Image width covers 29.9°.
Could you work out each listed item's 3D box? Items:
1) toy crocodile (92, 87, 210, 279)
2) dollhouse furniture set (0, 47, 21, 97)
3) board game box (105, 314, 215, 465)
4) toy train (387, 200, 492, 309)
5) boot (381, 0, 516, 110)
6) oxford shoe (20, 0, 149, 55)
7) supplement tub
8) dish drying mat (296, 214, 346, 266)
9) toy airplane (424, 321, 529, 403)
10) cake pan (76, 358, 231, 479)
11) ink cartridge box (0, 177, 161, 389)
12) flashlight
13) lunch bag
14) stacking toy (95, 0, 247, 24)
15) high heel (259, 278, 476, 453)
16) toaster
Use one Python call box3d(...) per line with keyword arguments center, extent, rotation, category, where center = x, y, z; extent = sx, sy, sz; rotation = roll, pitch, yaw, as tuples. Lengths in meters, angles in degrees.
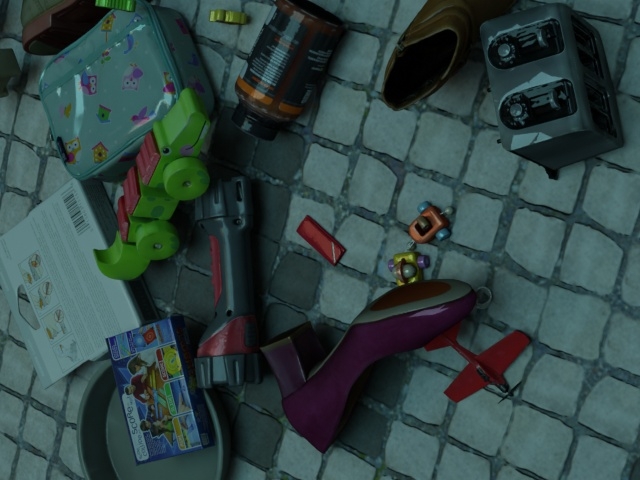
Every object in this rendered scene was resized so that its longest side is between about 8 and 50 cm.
box3d(center=(-0.245, -0.077, 1.764), extent=(0.340, 0.105, 0.115), rotation=(-60, 36, 39), category="toy crocodile")
box3d(center=(-0.603, -0.359, 1.969), extent=(0.262, 0.135, 0.259), rotation=(-38, 71, 49), category="dollhouse furniture set")
box3d(center=(-0.243, 0.226, 1.801), extent=(0.136, 0.035, 0.201), rotation=(-19, 82, 31), category="board game box")
box3d(center=(0.151, 0.036, 1.609), extent=(0.125, 0.046, 0.166), rotation=(-39, 71, 27), category="toy train")
box3d(center=(0.168, -0.290, 1.476), extent=(0.109, 0.220, 0.283), rotation=(40, 114, -1), category="boot")
box3d(center=(-0.354, -0.417, 1.872), extent=(0.348, 0.123, 0.130), rotation=(-23, 74, 29), category="oxford shoe")
box3d(center=(-0.055, -0.242, 1.695), extent=(0.106, 0.106, 0.198), rotation=(37, 109, 26), category="supplement tub")
box3d(center=(0.000, 0.000, 1.724), extent=(0.083, 0.008, 0.032), rotation=(42, 113, 24), category="dish drying mat")
box3d(center=(0.199, 0.152, 1.571), extent=(0.151, 0.028, 0.151), rotation=(8, 114, 19), category="toy airplane")
box3d(center=(-0.256, 0.312, 1.865), extent=(0.293, 0.054, 0.293), rotation=(1, 91, 32), category="cake pan")
box3d(center=(-0.406, 0.071, 1.951), extent=(0.239, 0.060, 0.275), rotation=(-33, 75, 29), category="ink cartridge box")
box3d(center=(-0.143, 0.064, 1.769), extent=(0.103, 0.103, 0.304), rotation=(-4, 84, -12), category="flashlight")
box3d(center=(-0.312, -0.230, 1.855), extent=(0.279, 0.108, 0.224), rotation=(-29, 76, 29), category="lunch bag")
box3d(center=(-0.208, -0.409, 1.743), extent=(0.052, 0.221, 0.167), rotation=(-159, 74, -71), category="stacking toy")
box3d(center=(0.087, 0.170, 1.594), extent=(0.377, 0.127, 0.181), rotation=(-22, 98, 47), category="high heel")
box3d(center=(0.283, -0.179, 1.454), extent=(0.110, 0.185, 0.168), rotation=(-15, 75, 29), category="toaster")
